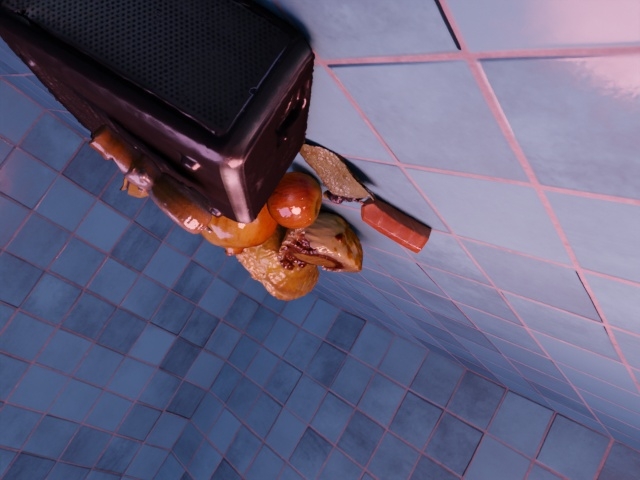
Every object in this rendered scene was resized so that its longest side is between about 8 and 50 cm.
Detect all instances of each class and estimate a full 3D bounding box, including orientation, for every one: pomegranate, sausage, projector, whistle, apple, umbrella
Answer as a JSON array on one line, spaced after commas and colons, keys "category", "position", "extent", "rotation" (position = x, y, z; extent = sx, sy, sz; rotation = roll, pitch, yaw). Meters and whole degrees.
[{"category": "pomegranate", "position": [-0.238, -0.089, 1.408], "extent": [0.264, 0.264, 0.264], "rotation": [30, 169, 7]}, {"category": "sausage", "position": [0.155, -0.038, 1.110], "extent": [0.169, 0.065, 0.065], "rotation": [31, 169, 3]}, {"category": "projector", "position": [-0.243, -0.240, 0.832], "extent": [0.405, 0.242, 0.395], "rotation": [31, 170, 2]}, {"category": "whistle", "position": [-0.237, -0.084, 0.748], "extent": [0.220, 0.057, 0.107], "rotation": [43, 178, -27]}, {"category": "apple", "position": [-0.066, -0.098, 1.233], "extent": [0.146, 0.147, 0.146], "rotation": [30, 169, 7]}, {"category": "umbrella", "position": [0.050, -0.103, 1.171], "extent": [0.037, 0.040, 0.144], "rotation": [-1, -174, -30]}]

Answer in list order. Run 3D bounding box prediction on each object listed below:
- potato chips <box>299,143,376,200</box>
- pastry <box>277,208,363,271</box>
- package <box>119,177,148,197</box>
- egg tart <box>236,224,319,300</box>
[{"category": "potato chips", "position": [0.025, -0.141, 1.067], "extent": [0.209, 0.026, 0.142], "rotation": [29, 156, 24]}, {"category": "pastry", "position": [0.008, -0.001, 1.444], "extent": [0.236, 0.171, 0.256], "rotation": [12, 162, -7]}, {"category": "package", "position": [-0.371, -0.202, 1.188], "extent": [0.221, 0.165, 0.311], "rotation": [19, 153, -21]}, {"category": "egg tart", "position": [-0.112, 0.019, 1.658], "extent": [0.153, 0.339, 0.352], "rotation": [-28, 101, 32]}]
